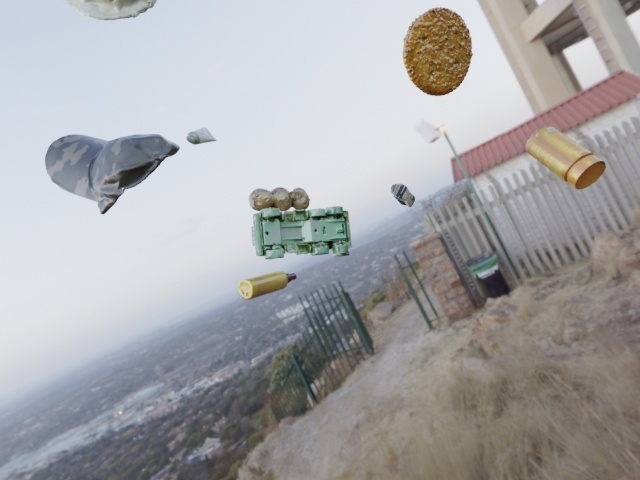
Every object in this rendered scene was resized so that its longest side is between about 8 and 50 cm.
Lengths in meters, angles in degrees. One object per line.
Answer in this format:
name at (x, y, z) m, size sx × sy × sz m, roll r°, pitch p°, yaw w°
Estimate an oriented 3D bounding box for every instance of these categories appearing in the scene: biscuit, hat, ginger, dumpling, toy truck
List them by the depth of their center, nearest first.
dumpling at (-0.482, -0.595, 0.992) m, size 0.216 × 0.166 × 0.126 m, roll -17°, pitch -3°, yaw -37°
toy truck at (-0.055, -0.013, 1.056) m, size 0.260 × 0.128 × 0.135 m, roll -4°, pitch -3°, yaw -35°
biscuit at (0.357, -0.561, 1.254) m, size 0.254 × 0.253 × 0.035 m, roll -25°, pitch 24°, yaw -17°
ginger at (-0.130, -0.133, 1.355) m, size 0.204 × 0.080 × 0.104 m, roll -3°, pitch 1°, yaw -18°
hat at (-0.697, -0.288, 1.374) m, size 0.257 × 0.382 × 0.366 m, roll -53°, pitch 10°, yaw 46°

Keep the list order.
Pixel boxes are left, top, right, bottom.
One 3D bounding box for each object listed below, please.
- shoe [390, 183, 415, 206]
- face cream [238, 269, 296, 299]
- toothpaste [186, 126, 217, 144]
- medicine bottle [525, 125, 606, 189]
shoe at (0.342, -0.195, 1.786) m, size 0.071 × 0.143 × 0.063 m, roll 16°, pitch 76°, yaw 52°
face cream at (-0.185, 0.157, 1.583) m, size 0.078 × 0.078 × 0.274 m, roll -28°, pitch -10°, yaw 35°
toothpaste at (-0.408, -0.356, 1.436) m, size 0.037 × 0.067 × 0.255 m, roll -43°, pitch 12°, yaw 13°
medicine bottle at (0.674, -0.233, 1.164) m, size 0.097 × 0.191 × 0.096 m, roll -17°, pitch -42°, yaw -16°
